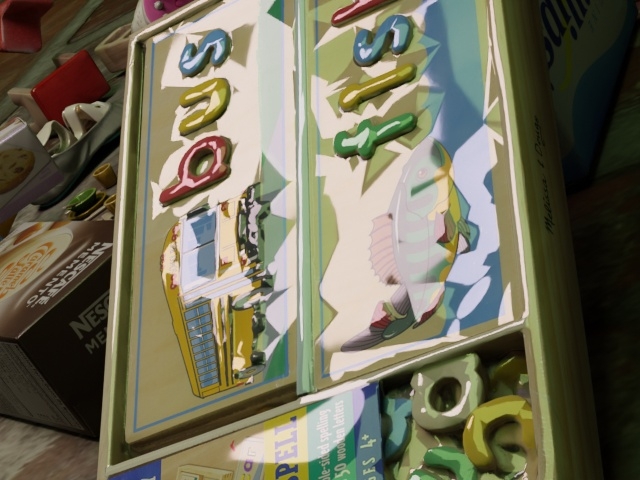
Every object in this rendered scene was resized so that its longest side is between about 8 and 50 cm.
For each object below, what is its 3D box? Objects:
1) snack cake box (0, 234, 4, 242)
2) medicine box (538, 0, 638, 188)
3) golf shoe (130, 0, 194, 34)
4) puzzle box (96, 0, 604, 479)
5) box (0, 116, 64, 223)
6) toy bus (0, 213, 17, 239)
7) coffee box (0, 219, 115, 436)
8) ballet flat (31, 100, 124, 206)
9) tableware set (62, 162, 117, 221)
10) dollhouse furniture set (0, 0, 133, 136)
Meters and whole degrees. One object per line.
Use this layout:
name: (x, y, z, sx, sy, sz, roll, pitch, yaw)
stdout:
snack cake box: (-0.394, 0.100, 1.414, 0.264, 0.089, 0.152, -41, 22, -21)
medicine box: (0.081, -0.197, 1.080, 0.149, 0.289, 0.263, -21, 23, 31)
golf shoe: (-0.088, -0.293, 1.780, 0.306, 0.115, 0.140, -22, -3, -30)
puzzle box: (0.000, 0.000, 0.835, 0.272, 0.052, 0.409, -23, 50, 28)
box: (-0.379, 0.008, 1.378, 0.324, 0.067, 0.063, -35, 20, -9)
toy bus: (-0.379, 0.004, 1.580, 0.104, 0.202, 0.191, 24, 47, 31)
coffee box: (-0.203, 0.061, 1.199, 0.141, 0.098, 0.246, -44, 22, -26)
ballet flat: (-0.278, -0.120, 1.775, 0.072, 0.068, 0.213, -17, 25, 38)
tableware set: (-0.215, -0.051, 1.584, 0.104, 0.024, 0.154, -36, 20, -8)
dollhouse furniture set: (-0.264, -0.325, 2.033, 0.152, 0.201, 0.374, -6, 33, 52)
